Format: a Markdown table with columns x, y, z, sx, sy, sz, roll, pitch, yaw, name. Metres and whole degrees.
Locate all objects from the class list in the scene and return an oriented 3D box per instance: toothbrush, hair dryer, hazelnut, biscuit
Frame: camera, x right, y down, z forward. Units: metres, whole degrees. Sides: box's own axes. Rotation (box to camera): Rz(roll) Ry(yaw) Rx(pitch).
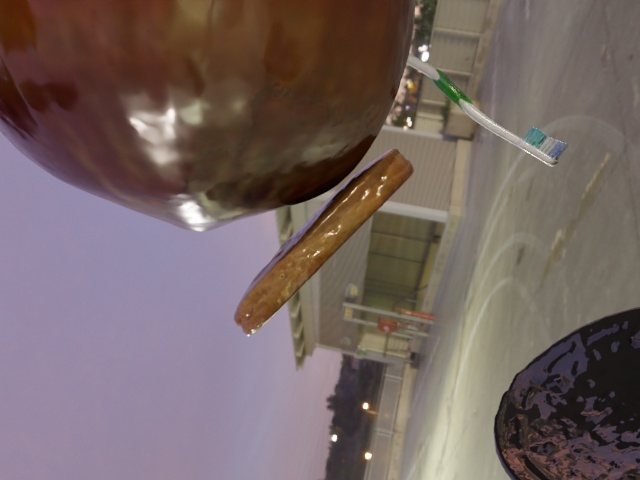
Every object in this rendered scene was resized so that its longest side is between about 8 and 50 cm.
| x | y | z | sx | sy | sz | roll | pitch | yaw | name |
| --- | --- | --- | --- | --- | --- | --- | --- | --- | --- |
| 0.198 | -0.241 | 0.905 | 0.042 | 0.418 | 0.040 | -10 | -46 | -58 | toothbrush |
| 0.218 | 0.227 | 0.264 | 0.320 | 0.155 | 0.284 | 59 | -153 | -4 | hair dryer |
| -0.122 | -0.220 | 0.539 | 0.402 | 0.429 | 0.402 | -174 | 90 | -84 | hazelnut |
| -0.001 | -0.001 | 0.695 | 0.262 | 0.052 | 0.277 | -45 | -2 | -2 | biscuit |
